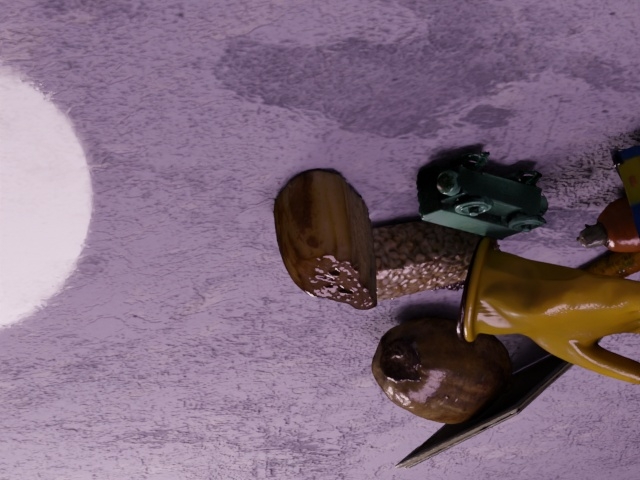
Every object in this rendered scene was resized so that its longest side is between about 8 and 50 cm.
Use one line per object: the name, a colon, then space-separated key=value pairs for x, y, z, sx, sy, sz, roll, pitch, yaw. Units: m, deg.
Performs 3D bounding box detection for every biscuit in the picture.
biscuit: x=0.123 y=0.015 z=1.895 sx=0.168 sy=0.070 sz=0.082 roll=-11 pitch=156 yaw=-12

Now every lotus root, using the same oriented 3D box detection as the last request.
lotus root: x=0.003 y=0.002 z=1.761 sx=0.095 sy=0.135 sz=0.159 roll=-19 pitch=142 yaw=17
lotus root: x=0.173 y=0.173 z=2.202 sx=0.145 sy=0.128 sz=0.260 roll=-38 pitch=149 yaw=27

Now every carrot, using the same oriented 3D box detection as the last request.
carrot: x=0.387 y=0.023 z=2.087 sx=0.042 sy=0.042 sz=0.170 roll=12 pitch=148 yaw=-44
carrot: x=0.457 y=-0.047 z=1.951 sx=0.336 sy=0.069 sz=0.069 roll=-16 pitch=157 yaw=-8

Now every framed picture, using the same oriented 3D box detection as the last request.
framed picture: x=0.257 y=0.223 z=2.318 sx=0.232 sy=0.019 sz=0.296 roll=-33 pitch=179 yaw=38

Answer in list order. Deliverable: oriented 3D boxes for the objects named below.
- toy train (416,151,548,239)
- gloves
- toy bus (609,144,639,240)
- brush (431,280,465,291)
toy train: x=0.172 y=-0.045 z=1.794 sx=0.099 sy=0.070 sz=0.172 roll=-19 pitch=157 yaw=41
gloves: x=0.305 y=0.083 z=1.799 sx=0.294 sy=0.116 sz=0.133 roll=12 pitch=172 yaw=13
toy bus: x=0.473 y=-0.057 z=1.780 sx=0.287 sy=0.175 sz=0.138 roll=-19 pitch=154 yaw=14
brush: x=0.122 y=0.039 z=1.990 sx=0.248 sy=0.036 sz=0.043 roll=2 pitch=148 yaw=-31
